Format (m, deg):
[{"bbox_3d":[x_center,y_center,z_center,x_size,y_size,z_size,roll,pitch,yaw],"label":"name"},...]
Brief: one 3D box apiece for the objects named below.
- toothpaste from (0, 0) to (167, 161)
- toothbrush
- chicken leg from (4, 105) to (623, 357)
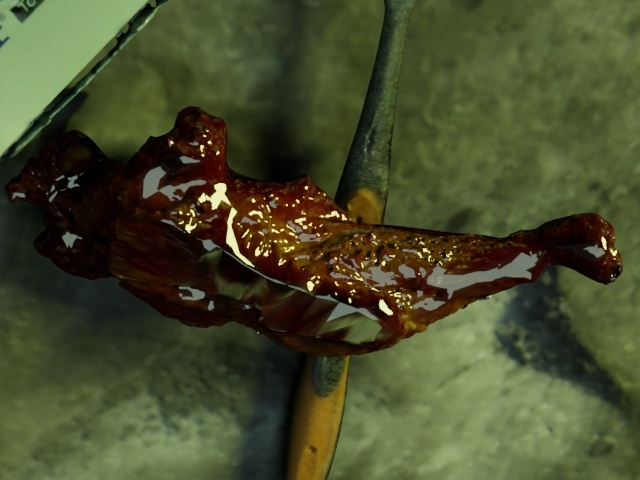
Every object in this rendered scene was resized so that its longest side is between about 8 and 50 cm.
[{"bbox_3d":[-0.027,-0.159,0.530,0.313,0.071,0.089,-44,129,16],"label":"toothpaste"},{"bbox_3d":[0.012,-0.005,0.708,0.023,0.031,0.321,12,128,1],"label":"toothbrush"},{"bbox_3d":[-0.004,0.004,0.664,0.219,0.048,0.089,15,133,-14],"label":"chicken leg"}]
